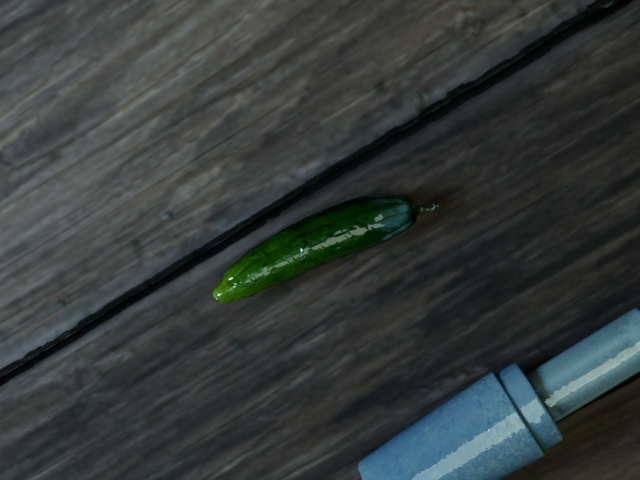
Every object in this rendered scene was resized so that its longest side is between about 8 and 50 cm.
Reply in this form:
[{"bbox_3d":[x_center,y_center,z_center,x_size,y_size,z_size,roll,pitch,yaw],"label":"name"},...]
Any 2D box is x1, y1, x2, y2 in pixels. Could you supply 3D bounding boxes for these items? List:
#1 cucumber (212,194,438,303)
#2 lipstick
[{"bbox_3d":[0.000,0.000,0.634,0.167,0.039,0.039,-24,104,5],"label":"cucumber"},{"bbox_3d":[0.157,0.116,0.661,0.274,0.061,0.068,-32,102,5],"label":"lipstick"}]
